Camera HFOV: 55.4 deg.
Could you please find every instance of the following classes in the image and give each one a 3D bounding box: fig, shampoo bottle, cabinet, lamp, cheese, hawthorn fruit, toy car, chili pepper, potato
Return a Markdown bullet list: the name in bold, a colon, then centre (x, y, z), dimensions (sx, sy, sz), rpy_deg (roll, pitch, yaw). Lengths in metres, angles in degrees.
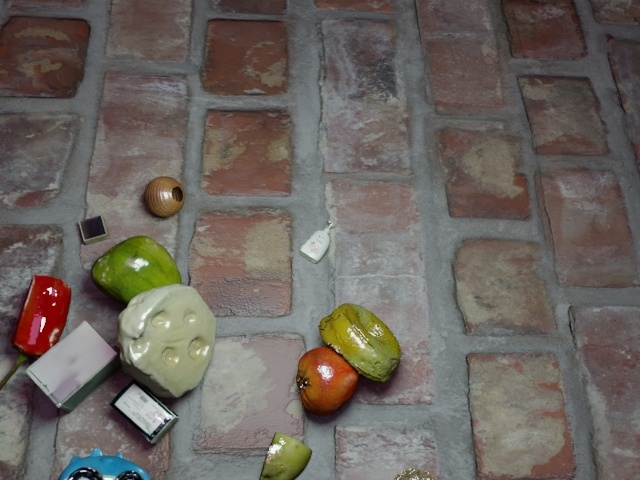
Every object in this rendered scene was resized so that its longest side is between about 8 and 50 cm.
- **fig**: centre (-0.537, 0.123, 1.875), dimensions (0.233, 0.314, 0.233), rpy_deg (-19, 45, 20)
- **shampoo bottle**: centre (0.000, 0.000, 2.043), dimensions (0.077, 0.045, 0.152), rpy_deg (34, 66, 10)
- **cabinet**: centre (-0.697, 0.361, 1.752), dimensions (0.145, 0.150, 0.206), rpy_deg (43, 69, 9)
- **lamp**: centre (-0.514, -0.144, 2.008), dimensions (0.137, 0.136, 0.136), rpy_deg (2, 66, -5)
- **cheese**: centre (-0.434, 0.286, 1.738), dimensions (0.115, 0.318, 0.326), rpy_deg (-3, 86, 35)
- **hawthorn fruit**: centre (0.042, 0.403, 1.793), dimensions (0.226, 0.196, 0.196), rpy_deg (-7, 66, -24)
- **toy car**: centre (-0.573, 0.656, 1.619), dimensions (0.255, 0.188, 0.190), rpy_deg (12, 29, -16)
- **chili pepper**: centre (-0.832, 0.278, 1.787), dimensions (0.131, 0.134, 0.338), rpy_deg (15, 63, -13)
- **potato**: centre (-0.098, 0.636, 1.728), dimensions (0.120, 0.081, 0.149), rpy_deg (18, 65, 5)

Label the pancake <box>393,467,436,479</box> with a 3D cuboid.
- **pancake**: centre (0.272, 0.732, 1.752), dimensions (0.152, 0.025, 0.151), rpy_deg (3, 66, -6)

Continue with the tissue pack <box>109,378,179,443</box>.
- **tissue pack**: centre (-0.503, 0.489, 1.748), dimensions (0.170, 0.090, 0.103), rpy_deg (38, 69, 13)

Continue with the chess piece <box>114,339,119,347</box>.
- **chess piece**: centre (-0.573, 0.277, 1.853), dimensions (0.066, 0.066, 0.122), rpy_deg (30, 71, 8)

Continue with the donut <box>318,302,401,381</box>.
- **donut**: centre (0.133, 0.290, 1.812), dimensions (0.272, 0.272, 0.107), rpy_deg (40, 109, 12)

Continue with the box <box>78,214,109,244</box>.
- **box**: centre (-0.740, -0.035, 1.989), dimensions (0.083, 0.035, 0.079), rpy_deg (-18, 69, -14)
